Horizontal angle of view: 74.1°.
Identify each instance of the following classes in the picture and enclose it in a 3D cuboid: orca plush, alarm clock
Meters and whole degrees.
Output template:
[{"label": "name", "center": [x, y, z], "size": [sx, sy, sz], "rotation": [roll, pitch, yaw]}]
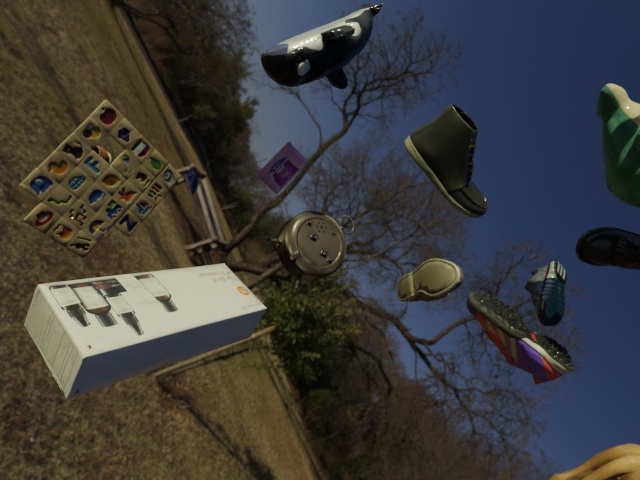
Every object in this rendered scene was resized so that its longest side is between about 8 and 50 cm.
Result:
[{"label": "orca plush", "center": [0.016, -0.313, 0.730], "size": [0.287, 0.151, 0.102], "rotation": [-56, 137, -46]}, {"label": "alarm clock", "center": [0.000, 0.000, 0.815], "size": [0.064, 0.192, 0.129], "rotation": [-28, -87, 54]}]

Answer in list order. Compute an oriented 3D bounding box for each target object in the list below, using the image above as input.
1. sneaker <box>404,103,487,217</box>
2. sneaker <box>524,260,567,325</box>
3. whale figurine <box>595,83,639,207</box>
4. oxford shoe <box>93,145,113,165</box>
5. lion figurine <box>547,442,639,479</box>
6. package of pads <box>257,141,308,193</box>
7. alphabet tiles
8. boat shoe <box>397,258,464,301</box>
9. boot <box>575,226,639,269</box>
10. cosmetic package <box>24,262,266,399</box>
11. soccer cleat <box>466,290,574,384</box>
[{"label": "sneaker", "center": [0.273, -0.143, 0.803], "size": [0.222, 0.118, 0.083], "rotation": [42, 36, -15]}, {"label": "sneaker", "center": [0.607, 0.154, 1.162], "size": [0.083, 0.224, 0.098], "rotation": [49, -40, -10]}, {"label": "whale figurine", "center": [0.640, -0.187, 0.878], "size": [0.216, 0.141, 0.272], "rotation": [-3, 62, -62]}, {"label": "oxford shoe", "center": [-0.611, -0.152, 1.052], "size": [0.076, 0.212, 0.076], "rotation": [31, -13, 2]}, {"label": "lion figurine", "center": [0.549, 0.391, 0.689], "size": [0.240, 0.391, 0.142], "rotation": [-64, -146, 28]}, {"label": "package of pads", "center": [-0.066, -0.128, 0.746], "size": [0.050, 0.083, 0.032], "rotation": [44, 8, -9]}, {"label": "alphabet tiles", "center": [-0.388, -0.092, 0.757], "size": [0.009, 0.237, 0.198], "rotation": [22, -21, 38]}, {"label": "boat shoe", "center": [0.230, 0.085, 0.857], "size": [0.206, 0.064, 0.075], "rotation": [140, -46, -64]}, {"label": "boot", "center": [0.704, 0.036, 0.865], "size": [0.229, 0.262, 0.091], "rotation": [-79, 174, -81]}, {"label": "cosmetic package", "center": [-0.177, 0.085, 0.480], "size": [0.099, 0.239, 0.060], "rotation": [43, -67, 23]}, {"label": "soccer cleat", "center": [0.474, 0.250, 1.058], "size": [0.318, 0.116, 0.109], "rotation": [35, 32, -7]}]
